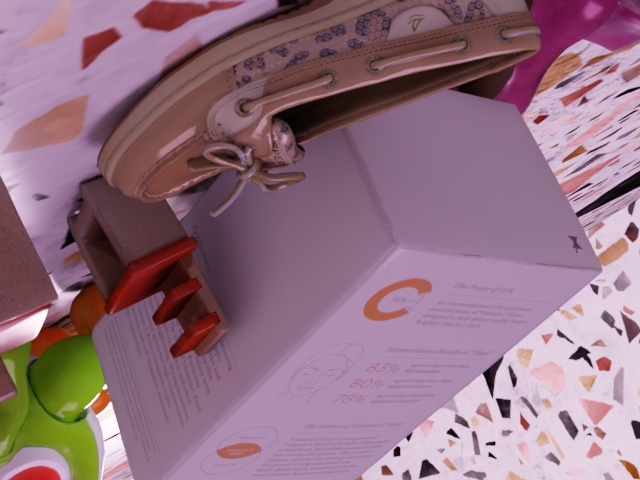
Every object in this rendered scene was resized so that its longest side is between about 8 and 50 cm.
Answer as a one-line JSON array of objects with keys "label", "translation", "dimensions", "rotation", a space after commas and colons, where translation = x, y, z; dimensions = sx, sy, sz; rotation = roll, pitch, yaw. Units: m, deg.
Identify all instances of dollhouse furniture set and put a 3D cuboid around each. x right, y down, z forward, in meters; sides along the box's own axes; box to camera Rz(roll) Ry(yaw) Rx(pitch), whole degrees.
[{"label": "dollhouse furniture set", "translation": [-0.207, 0.058, 0.897], "dimensions": [0.259, 0.135, 0.262], "rotation": [-24, 170, -25]}]

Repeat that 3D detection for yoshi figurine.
[{"label": "yoshi figurine", "translation": [-0.316, 0.147, 1.117], "dimensions": [0.203, 0.203, 0.362], "rotation": [11, -150, 29]}]

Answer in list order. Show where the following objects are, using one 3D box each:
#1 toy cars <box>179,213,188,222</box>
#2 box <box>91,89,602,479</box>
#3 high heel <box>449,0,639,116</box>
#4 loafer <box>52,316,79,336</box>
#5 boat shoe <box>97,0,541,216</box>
[{"label": "toy cars", "translation": [-0.057, 0.055, 1.260], "dimensions": [0.176, 0.087, 0.393], "rotation": [-24, 158, -23]}, {"label": "box", "translation": [0.007, 0.048, 1.039], "dimensions": [0.215, 0.168, 0.345], "rotation": [7, 140, -40]}, {"label": "high heel", "translation": [0.140, -0.152, 1.042], "dimensions": [0.117, 0.082, 0.244], "rotation": [20, 157, -34]}, {"label": "loafer", "translation": [-0.224, 0.087, 1.291], "dimensions": [0.125, 0.039, 0.045], "rotation": [-33, 169, 27]}, {"label": "boat shoe", "translation": [-0.005, -0.091, 0.821], "dimensions": [0.285, 0.089, 0.104], "rotation": [-29, 171, 9]}]
